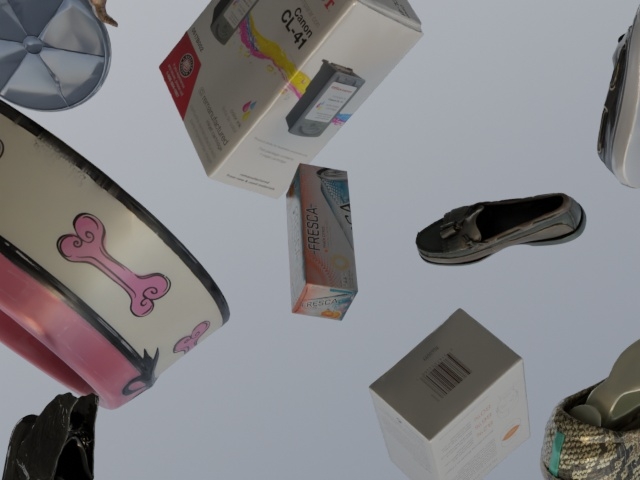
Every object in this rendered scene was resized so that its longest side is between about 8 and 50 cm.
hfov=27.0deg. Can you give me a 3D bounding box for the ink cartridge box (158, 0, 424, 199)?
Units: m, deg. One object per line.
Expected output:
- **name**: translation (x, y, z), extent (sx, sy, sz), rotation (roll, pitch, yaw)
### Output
- **ink cartridge box**: translation (-0.045, -0.239, 1.677), extent (0.306, 0.131, 0.226), rotation (-49, -132, 27)

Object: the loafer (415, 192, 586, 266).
- **loafer**: translation (0.265, -0.029, 2.029), extent (0.268, 0.084, 0.096), rotation (-12, -119, 20)

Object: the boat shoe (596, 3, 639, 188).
- **boat shoe**: translation (0.309, -0.165, 1.259), extent (0.080, 0.228, 0.076), rotation (-5, -155, -22)

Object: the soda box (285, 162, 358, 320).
- **soda box**: translation (0.000, 0.000, 1.508), extent (0.063, 0.058, 0.183), rotation (9, -131, -16)

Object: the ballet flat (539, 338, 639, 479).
- **ballet flat**: translation (0.476, 0.172, 1.702), extent (0.483, 0.182, 0.164), rotation (-24, -142, -28)

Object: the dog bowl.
- **dog bowl**: translation (-0.296, 0.013, 1.334), extent (0.408, 0.408, 0.150), rotation (21, -111, 45)

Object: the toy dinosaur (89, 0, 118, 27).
- **toy dinosaur**: translation (-0.213, -0.312, 1.131), extent (0.200, 0.296, 0.127), rotation (-62, -168, 6)

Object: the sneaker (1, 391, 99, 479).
- **sneaker**: translation (-0.231, 0.209, 1.127), extent (0.089, 0.051, 0.170), rotation (5, -94, 45)

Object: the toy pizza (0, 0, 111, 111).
- **toy pizza**: translation (-0.364, -0.257, 1.707), extent (0.201, 0.201, 0.032), rotation (-15, -150, 19)

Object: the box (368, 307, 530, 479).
- **box**: translation (0.135, 0.176, 1.361), extent (0.130, 0.170, 0.091), rotation (-39, -123, -17)
